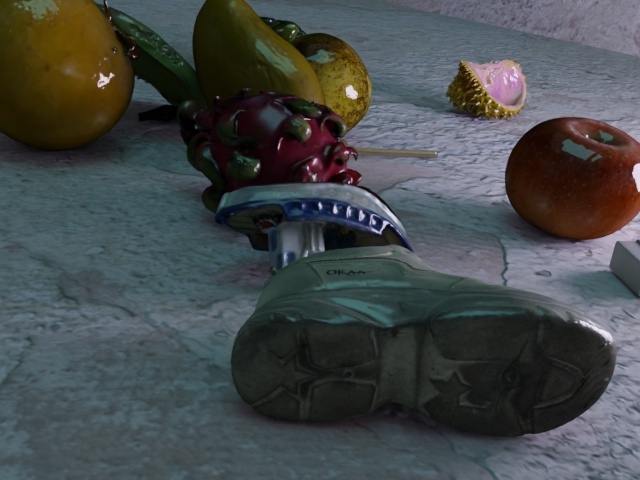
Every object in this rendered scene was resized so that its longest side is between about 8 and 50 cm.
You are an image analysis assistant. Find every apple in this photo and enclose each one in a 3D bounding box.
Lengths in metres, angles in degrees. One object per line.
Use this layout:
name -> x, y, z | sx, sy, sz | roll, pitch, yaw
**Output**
apple -> 0.366, -0.085, 1.199 | 0.201, 0.162, 0.201 | 12, 31, -7

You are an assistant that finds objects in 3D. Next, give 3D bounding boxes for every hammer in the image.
hammer -> 0.120, -0.152, 1.454 | 0.195, 0.028, 0.060 | 0, 29, -17

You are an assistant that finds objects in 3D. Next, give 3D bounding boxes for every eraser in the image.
eraser -> 0.493, 0.038, 1.072 | 0.213, 0.046, 0.092 | 2, 24, -10

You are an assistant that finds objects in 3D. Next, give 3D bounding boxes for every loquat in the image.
loquat -> -0.417, -0.275, 1.314 | 0.275, 0.274, 0.275 | 5, 23, -2

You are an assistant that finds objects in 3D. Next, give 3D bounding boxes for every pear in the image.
pear -> 0.002, -0.266, 1.487 | 0.198, 0.197, 0.197 | 5, 23, -2

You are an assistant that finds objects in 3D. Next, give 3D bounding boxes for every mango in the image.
mango -> -0.110, -0.250, 1.358 | 0.142, 0.195, 0.331 | -8, 50, -46

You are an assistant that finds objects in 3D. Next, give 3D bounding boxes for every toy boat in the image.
toy boat -> 0.000, 0.000, 0.988 | 0.262, 0.115, 0.114 | 0, -19, -31

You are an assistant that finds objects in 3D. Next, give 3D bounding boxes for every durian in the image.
durian -> 0.362, -0.328, 1.788 | 0.165, 0.132, 0.182 | 19, 22, 10

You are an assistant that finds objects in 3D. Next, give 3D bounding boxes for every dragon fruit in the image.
dragon fruit -> -0.074, -0.117, 1.144 | 0.198, 0.218, 0.273 | 45, -4, -31

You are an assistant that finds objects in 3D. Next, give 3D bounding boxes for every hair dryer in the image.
hair dryer -> -0.305, -0.239, 1.565 | 0.079, 0.031, 0.083 | -10, 13, -13

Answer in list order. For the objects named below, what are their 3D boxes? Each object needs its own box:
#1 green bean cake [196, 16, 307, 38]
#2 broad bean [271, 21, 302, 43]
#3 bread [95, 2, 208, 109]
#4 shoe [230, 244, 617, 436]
green bean cake -> -0.161, -0.478, 2.019 | 0.255, 0.132, 0.241 | -3, 21, -18
broad bean -> -0.152, -0.403, 1.816 | 0.256, 0.052, 0.052 | -25, 33, 26
bread -> -0.308, -0.324, 1.512 | 0.301, 0.045, 0.301 | 36, -9, 7
shoe -> 0.096, 0.071, 0.793 | 0.342, 0.132, 0.210 | 2, 26, 0
